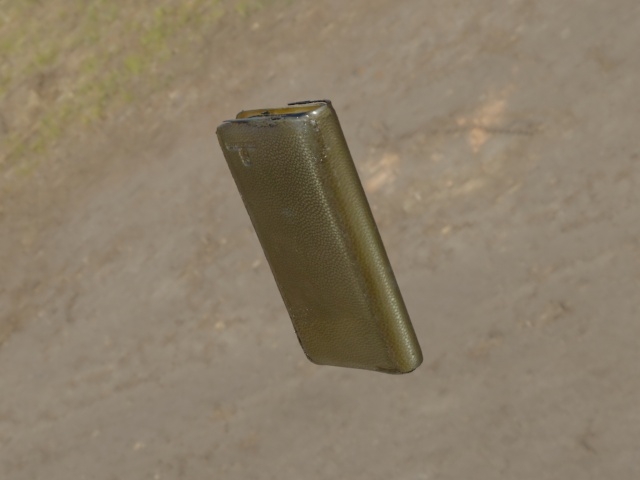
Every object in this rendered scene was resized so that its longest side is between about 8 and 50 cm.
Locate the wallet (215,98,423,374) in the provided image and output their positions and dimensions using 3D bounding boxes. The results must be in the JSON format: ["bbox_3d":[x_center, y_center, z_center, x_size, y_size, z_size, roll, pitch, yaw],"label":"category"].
[{"bbox_3d":[0.000,0.000,0.859,0.110,0.198,0.031,2,30,47],"label":"wallet"}]
